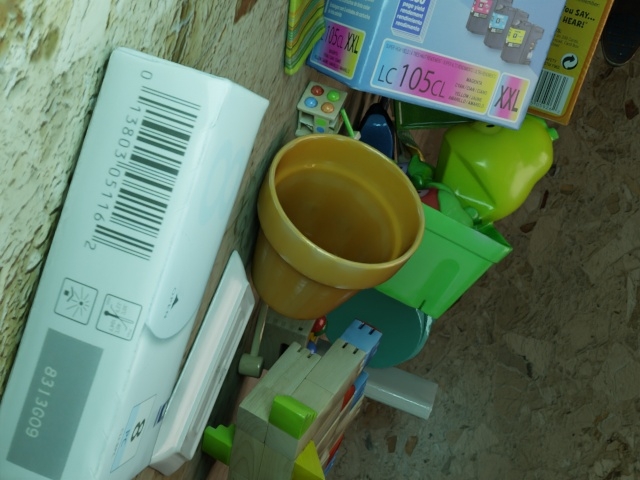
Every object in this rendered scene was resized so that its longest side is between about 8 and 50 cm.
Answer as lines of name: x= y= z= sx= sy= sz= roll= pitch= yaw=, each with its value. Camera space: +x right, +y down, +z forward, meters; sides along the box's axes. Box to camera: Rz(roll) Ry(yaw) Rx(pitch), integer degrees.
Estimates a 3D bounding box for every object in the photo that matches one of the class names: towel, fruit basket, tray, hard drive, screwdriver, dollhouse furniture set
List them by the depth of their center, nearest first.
towel: x=-0.007 y=-0.296 z=1.038 sx=0.237 sy=0.021 sz=0.102 roll=99 pitch=12 yaw=-50
tray: x=-0.136 y=0.157 z=1.178 sx=0.145 sy=0.030 sz=0.270 roll=88 pitch=22 yaw=-71
fruit basket: x=0.205 y=-0.091 z=1.611 sx=0.392 sy=0.283 sz=0.392 roll=-59 pitch=-168 yaw=21
dollhouse furniture set: x=0.218 y=-0.199 z=1.861 sx=0.197 sy=0.151 sz=0.301 roll=-92 pitch=176 yaw=-61
screwdriver: x=0.116 y=-0.230 z=2.010 sx=0.025 sy=0.024 sz=0.170 roll=-19 pitch=135 yaw=-43
hard drive: x=0.114 y=0.314 z=2.211 sx=0.203 sy=0.307 sz=0.040 roll=-33 pitch=143 yaw=-77

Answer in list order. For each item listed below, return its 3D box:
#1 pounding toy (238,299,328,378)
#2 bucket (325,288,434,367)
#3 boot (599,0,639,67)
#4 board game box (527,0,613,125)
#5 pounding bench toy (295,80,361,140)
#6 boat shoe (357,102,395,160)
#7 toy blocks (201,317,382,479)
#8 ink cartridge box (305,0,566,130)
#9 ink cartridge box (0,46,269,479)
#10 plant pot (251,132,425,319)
pounding toy: x=-0.049 y=0.141 z=1.495 sx=0.181 sy=0.094 sz=0.206 roll=100 pitch=11 yaw=-48
bucket: x=0.141 y=0.147 z=2.220 sx=0.183 sy=0.281 sz=0.281 roll=-53 pitch=160 yaw=-57
boot: x=0.526 y=-0.364 z=1.690 sx=0.106 sy=0.082 sz=0.219 roll=91 pitch=17 yaw=-60
board game box: x=0.320 y=-0.461 z=1.649 sx=0.356 sy=0.356 sz=0.356 roll=-56 pitch=164 yaw=-61
pounding bench toy: x=0.015 y=-0.163 z=1.264 sx=0.065 sy=0.083 sz=0.052 roll=98 pitch=14 yaw=-56
boat shoe: x=0.108 y=-0.147 z=1.854 sx=0.089 sy=0.109 sz=0.258 roll=-83 pitch=-174 yaw=-47
toy blocks: x=-0.026 y=0.275 z=1.439 sx=0.261 sy=0.191 sz=0.381 roll=-46 pitch=157 yaw=-44
ink cartridge box: x=0.172 y=-0.359 z=1.164 sx=0.151 sy=0.270 sz=0.395 roll=35 pitch=-67 yaw=55
ink cartridge box: x=-0.114 y=0.023 z=0.810 sx=0.385 sy=0.091 sz=0.308 roll=-10 pitch=119 yaw=-80
plant pot: x=0.000 y=0.000 z=1.227 sx=0.188 sy=0.205 sz=0.205 roll=-56 pitch=-175 yaw=47
